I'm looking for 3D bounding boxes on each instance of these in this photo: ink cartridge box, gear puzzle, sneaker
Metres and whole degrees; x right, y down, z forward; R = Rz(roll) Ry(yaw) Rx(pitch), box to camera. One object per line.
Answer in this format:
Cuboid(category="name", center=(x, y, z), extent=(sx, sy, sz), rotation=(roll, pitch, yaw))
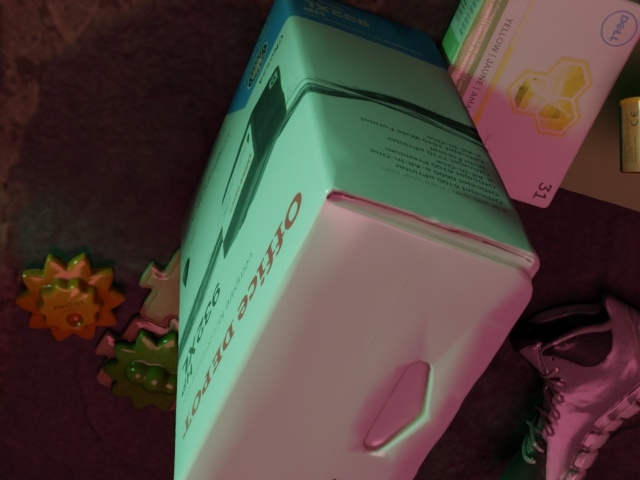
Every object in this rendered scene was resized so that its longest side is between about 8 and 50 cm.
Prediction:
Cuboid(category="ink cartridge box", center=(0.198, -0.105, 0.813), extent=(0.235, 0.056, 0.171), rotation=(17, 118, -14))
Cuboid(category="gear puzzle", center=(-0.090, 0.095, 0.912), extent=(0.339, 0.044, 0.175), rotation=(27, 116, -21))
Cuboid(category="sneaker", center=(0.198, 0.135, 0.955), extent=(0.132, 0.086, 0.229), rotation=(34, 103, -19))
Cuboid(category="ink cartridge box", center=(0.000, 0.000, 0.705), extent=(0.129, 0.307, 0.223), rotation=(18, 118, -17))

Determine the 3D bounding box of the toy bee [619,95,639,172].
Cuboid(category="toy bee", center=(0.360, -0.067, 0.794), extent=(0.298, 0.162, 0.195), rotation=(20, 93, 5))
